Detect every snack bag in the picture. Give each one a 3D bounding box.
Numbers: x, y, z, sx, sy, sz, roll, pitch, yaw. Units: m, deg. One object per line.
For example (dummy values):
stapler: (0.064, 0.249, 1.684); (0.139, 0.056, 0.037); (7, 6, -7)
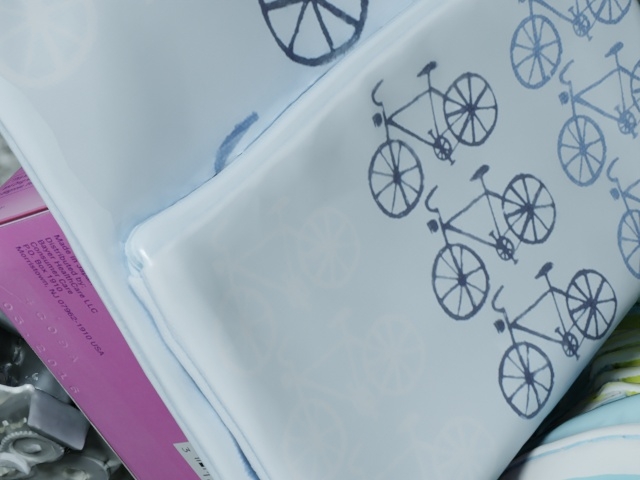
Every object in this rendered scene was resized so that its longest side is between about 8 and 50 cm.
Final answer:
snack bag: (0.018, -0.074, 0.679); (0.323, 0.037, 0.342); (-43, 111, -36)

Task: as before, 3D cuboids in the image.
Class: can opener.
can opener: (-0.200, 0.028, 0.721); (0.283, 0.076, 0.095); (33, 44, -27)

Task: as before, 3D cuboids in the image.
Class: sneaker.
sneaker: (0.157, 0.065, 0.818); (0.127, 0.319, 0.208); (16, 73, 4)

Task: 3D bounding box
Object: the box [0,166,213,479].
box: (0.000, 0.000, 0.761); (0.213, 0.117, 0.243); (56, 48, -19)
